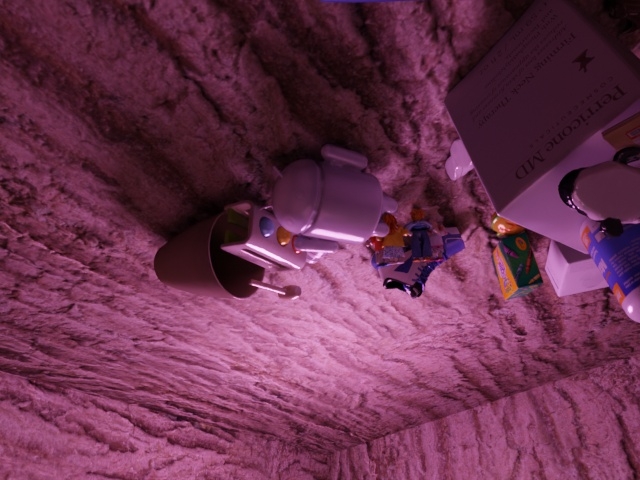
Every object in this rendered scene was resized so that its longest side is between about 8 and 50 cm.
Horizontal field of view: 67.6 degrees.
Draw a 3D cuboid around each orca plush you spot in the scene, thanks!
[{"bbox_3d":[0.531,-0.098,0.848,0.288,0.102,0.151,-15,108,-11],"label":"orca plush"}]

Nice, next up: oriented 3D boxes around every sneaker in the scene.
[{"bbox_3d":[0.633,-0.499,0.993,0.189,0.066,0.071,27,130,-35],"label":"sneaker"},{"bbox_3d":[0.395,-0.228,1.255,0.094,0.080,0.212,-22,172,-2],"label":"sneaker"},{"bbox_3d":[0.333,0.093,1.583,0.316,0.182,0.127,-21,141,16],"label":"sneaker"}]

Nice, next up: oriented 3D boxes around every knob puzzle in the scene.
[{"bbox_3d":[0.573,-0.192,0.767,0.214,0.029,0.213,-7,153,-3],"label":"knob puzzle"}]

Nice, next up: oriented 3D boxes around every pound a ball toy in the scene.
[{"bbox_3d":[-0.134,0.038,1.364,0.136,0.207,0.319,-10,157,28],"label":"pound a ball toy"}]

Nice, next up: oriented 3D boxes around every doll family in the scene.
[{"bbox_3d":[0.273,-0.013,1.469,0.263,0.163,0.118,-6,171,-1],"label":"doll family"}]

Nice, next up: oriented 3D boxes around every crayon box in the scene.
[{"bbox_3d":[0.641,0.093,1.578,0.081,0.165,0.278,-16,162,9],"label":"crayon box"}]

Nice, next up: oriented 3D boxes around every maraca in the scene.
[{"bbox_3d":[0.602,-0.060,1.508,0.127,0.099,0.186,-21,152,16],"label":"maraca"}]

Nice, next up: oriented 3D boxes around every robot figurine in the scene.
[{"bbox_3d":[0.023,-0.101,1.274,0.354,0.200,0.299,11,106,-22],"label":"robot figurine"}]

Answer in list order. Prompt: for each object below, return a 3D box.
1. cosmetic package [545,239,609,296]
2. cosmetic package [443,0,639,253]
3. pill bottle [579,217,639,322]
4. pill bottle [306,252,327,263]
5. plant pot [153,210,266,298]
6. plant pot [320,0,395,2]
[{"bbox_3d":[0.941,0.065,1.686,0.224,0.138,0.224,-13,142,7],"label":"cosmetic package"},{"bbox_3d":[0.538,-0.246,1.029,0.328,0.393,0.329,18,134,-28],"label":"cosmetic package"},{"bbox_3d":[0.617,0.059,0.888,0.153,0.271,0.152,-5,141,-4],"label":"pill bottle"},{"bbox_3d":[0.000,0.000,1.487,0.087,0.087,0.160,13,137,-24],"label":"pill bottle"},{"bbox_3d":[-0.345,0.056,1.403,0.274,0.256,0.256,-9,144,27],"label":"plant pot"},{"bbox_3d":[0.086,-0.516,0.764,0.236,0.212,0.235,-4,141,-6],"label":"plant pot"}]
